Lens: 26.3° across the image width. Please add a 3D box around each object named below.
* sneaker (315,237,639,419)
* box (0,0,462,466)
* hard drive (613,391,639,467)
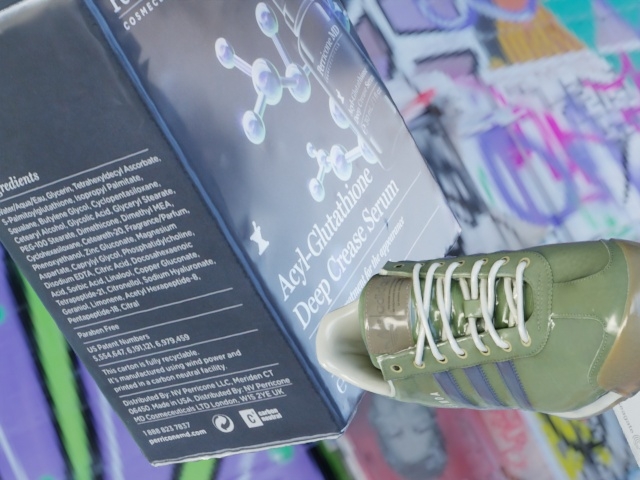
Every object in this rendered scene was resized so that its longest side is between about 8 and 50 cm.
[{"bbox_3d":[0.058,0.037,0.551,0.086,0.064,0.192,9,166,-17],"label":"sneaker"},{"bbox_3d":[-0.096,-0.067,1.124,0.212,0.395,0.293,-16,-155,35],"label":"box"},{"bbox_3d":[0.447,0.135,1.628,0.047,0.233,0.353,-16,167,-25],"label":"hard drive"}]
